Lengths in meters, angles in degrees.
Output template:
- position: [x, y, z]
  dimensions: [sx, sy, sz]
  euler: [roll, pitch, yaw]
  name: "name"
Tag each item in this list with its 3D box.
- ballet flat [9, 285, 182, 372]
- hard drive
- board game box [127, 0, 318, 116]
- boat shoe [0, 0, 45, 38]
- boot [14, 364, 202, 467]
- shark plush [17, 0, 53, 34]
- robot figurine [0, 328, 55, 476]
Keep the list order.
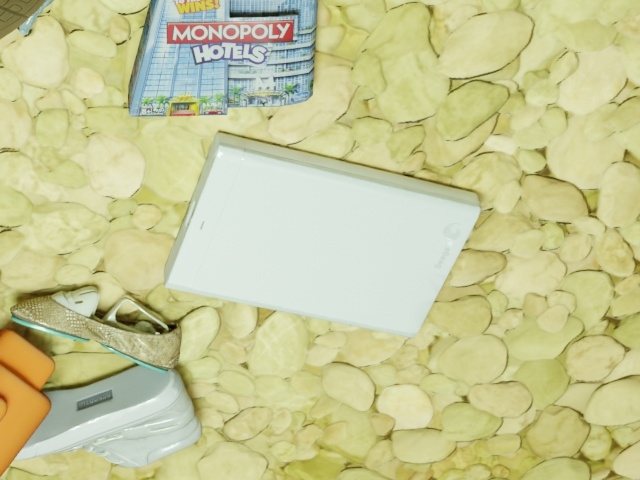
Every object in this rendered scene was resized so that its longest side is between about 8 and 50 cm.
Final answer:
- position: [-0.251, 0.090, 1.707]
  dimensions: [0.206, 0.073, 0.067]
  euler: [21, 96, -26]
  name: "ballet flat"
- position: [0.000, 0.000, 1.679]
  dimensions: [0.308, 0.040, 0.203]
  euler: [13, 125, -17]
  name: "hard drive"
- position: [-0.096, -0.219, 1.476]
  dimensions: [0.194, 0.060, 0.194]
  euler: [-2, 129, -7]
  name: "board game box"
- position: [-0.281, -0.309, 1.356]
  dimensions: [0.109, 0.098, 0.302]
  euler: [7, 128, -41]
  name: "boat shoe"
- position: [-0.272, 0.238, 1.793]
  dimensions: [0.258, 0.095, 0.123]
  euler: [-16, 130, 8]
  name: "boot"
- position: [-0.247, -0.264, 1.413]
  dimensions: [0.161, 0.067, 0.073]
  euler: [-35, 125, 19]
  name: "shark plush"
- position: [-0.394, 0.206, 1.694]
  dimensions: [0.219, 0.158, 0.128]
  euler: [-54, 140, -10]
  name: "robot figurine"
